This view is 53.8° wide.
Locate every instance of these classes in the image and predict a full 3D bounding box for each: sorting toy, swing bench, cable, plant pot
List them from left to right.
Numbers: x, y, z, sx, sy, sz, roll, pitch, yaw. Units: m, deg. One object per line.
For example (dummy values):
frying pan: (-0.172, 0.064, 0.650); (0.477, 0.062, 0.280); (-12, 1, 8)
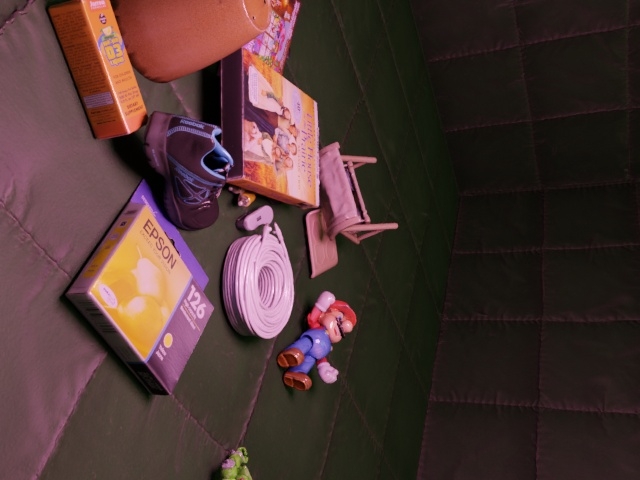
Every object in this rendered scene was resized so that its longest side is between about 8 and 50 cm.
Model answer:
plant pot: (-0.234, -0.450, 1.251); (0.237, 0.254, 0.237); (-3, 90, -67)
cable: (-0.168, -0.154, 1.634); (0.287, 0.072, 0.139); (-5, 82, -78)
cable: (-0.153, 0.112, 1.564); (0.257, 0.089, 0.257); (-62, 142, -48)
sorting toy: (0.000, 0.000, 1.989); (0.193, 0.038, 0.208); (-23, 112, -64)
swing bench: (0.081, -0.137, 1.949); (0.254, 0.165, 0.253); (7, 64, -55)

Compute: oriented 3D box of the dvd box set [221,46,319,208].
dvd box set: (-0.112, -0.258, 1.572); (0.420, 0.062, 0.308); (16, 72, -66)

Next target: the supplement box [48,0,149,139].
supplement box: (-0.385, -0.303, 1.110); (0.078, 0.080, 0.233); (-55, 134, -57)

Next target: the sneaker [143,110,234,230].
sneaker: (-0.242, -0.117, 1.267); (0.341, 0.139, 0.125); (81, 17, -62)

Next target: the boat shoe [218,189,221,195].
boat shoe: (-0.236, -0.152, 1.463); (0.043, 0.049, 0.137); (52, 37, -55)

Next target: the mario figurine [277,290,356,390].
mario figurine: (0.017, 0.280, 1.810); (0.320, 0.170, 0.198); (-47, 164, -49)

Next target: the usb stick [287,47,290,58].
usb stick: (-0.158, -0.566, 1.691); (0.278, 0.045, 0.077); (19, 63, -64)

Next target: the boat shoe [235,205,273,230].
boat shoe: (-0.167, -0.058, 1.609); (0.142, 0.040, 0.049); (-31, 117, -63)

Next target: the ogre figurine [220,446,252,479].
ogre figurine: (-0.194, 0.563, 1.408); (0.118, 0.097, 0.197); (64, 42, -63)

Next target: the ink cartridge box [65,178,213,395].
ink cartridge box: (-0.316, 0.088, 1.228); (0.307, 0.072, 0.304); (-68, 145, -40)

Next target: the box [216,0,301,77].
box: (-0.150, -0.515, 1.599); (0.201, 0.057, 0.293); (20, 84, -63)
